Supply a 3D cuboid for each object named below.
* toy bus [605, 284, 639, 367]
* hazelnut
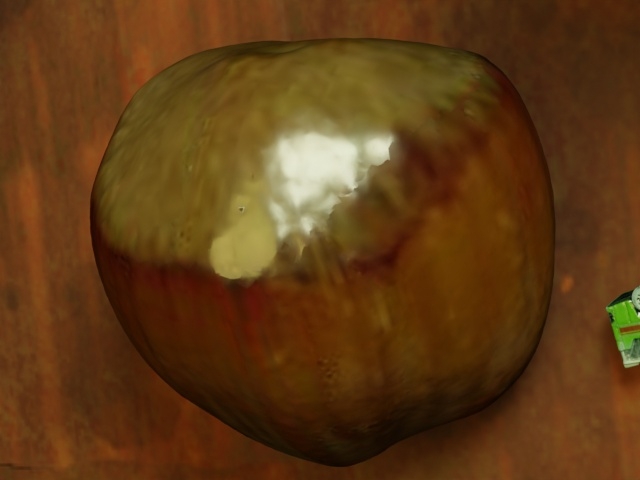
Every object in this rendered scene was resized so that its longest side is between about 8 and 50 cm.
[{"bbox_3d":[0.169,0.030,0.745,0.083,0.031,0.037,-12,96,30],"label":"toy bus"},{"bbox_3d":[-0.002,0.006,0.754,0.210,0.186,0.210,-1,85,15],"label":"hazelnut"}]
